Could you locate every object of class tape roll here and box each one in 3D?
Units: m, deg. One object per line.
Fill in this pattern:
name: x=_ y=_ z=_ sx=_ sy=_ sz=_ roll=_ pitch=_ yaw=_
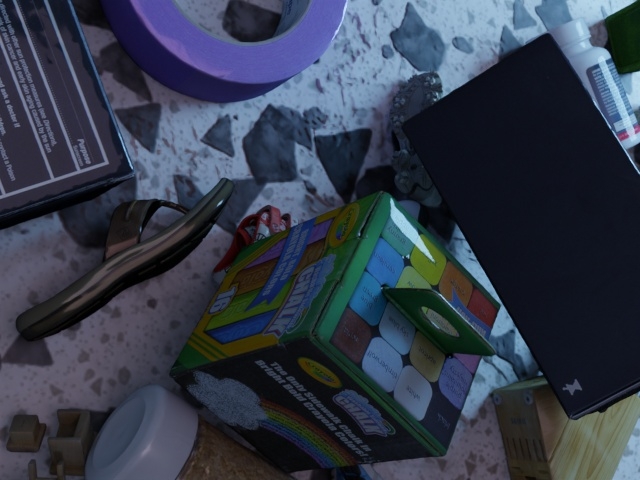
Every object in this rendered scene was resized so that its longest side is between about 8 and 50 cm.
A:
tape roll: x=-0.108 y=-0.300 z=1.162 sx=0.275 sy=0.090 sz=0.274 roll=4 pitch=81 yaw=-26

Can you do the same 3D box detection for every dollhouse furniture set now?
dollhouse furniture set: x=0.549 y=-0.203 z=1.431 sx=0.198 sy=0.151 sz=0.301 roll=-12 pitch=89 yaw=-27
dollhouse furniture set: x=-0.325 y=0.251 z=1.009 sx=0.182 sy=0.101 sz=0.161 roll=2 pitch=36 yaw=3

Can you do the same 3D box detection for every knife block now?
knife block: x=0.351 y=0.226 z=1.311 sx=0.242 sy=0.088 sz=0.275 roll=-10 pitch=87 yaw=-26

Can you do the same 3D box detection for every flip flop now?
flip flop: x=-0.204 y=0.006 z=1.075 sx=0.277 sy=0.112 sz=0.080 roll=-34 pitch=84 yaw=-20

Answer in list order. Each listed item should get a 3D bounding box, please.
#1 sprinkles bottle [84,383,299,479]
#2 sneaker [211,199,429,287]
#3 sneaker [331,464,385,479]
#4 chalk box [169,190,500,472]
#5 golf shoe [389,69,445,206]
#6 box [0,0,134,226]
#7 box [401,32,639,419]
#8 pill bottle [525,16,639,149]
sprinkles bottle: x=-0.069 y=0.287 z=1.060 sx=0.355 sy=0.121 sz=0.121 roll=39 pitch=68 yaw=-24
sneaker: x=0.000 y=0.000 z=1.172 sx=0.270 sy=0.090 sz=0.145 roll=-42 pitch=104 yaw=-22
sneaker: x=0.083 y=0.310 z=1.191 sx=0.083 sy=0.071 sz=0.190 roll=-40 pitch=107 yaw=-34
chalk box: x=0.035 y=0.087 z=0.959 sx=0.180 sy=0.289 sz=0.179 roll=45 pitch=51 yaw=-23
golf shoe: x=0.129 y=-0.124 z=1.279 sx=0.086 sy=0.069 sz=0.176 roll=42 pitch=51 yaw=-54
box: x=-0.375 y=-0.139 z=0.957 sx=0.294 sy=0.183 sz=0.296 roll=-21 pitch=94 yaw=-25
box: x=0.277 y=0.001 z=1.113 sx=0.179 sy=0.312 sz=0.343 roll=-32 pitch=74 yaw=14
pill bottle: x=0.342 y=-0.195 z=1.355 sx=0.108 sy=0.108 sz=0.180 roll=-25 pitch=94 yaw=-26
